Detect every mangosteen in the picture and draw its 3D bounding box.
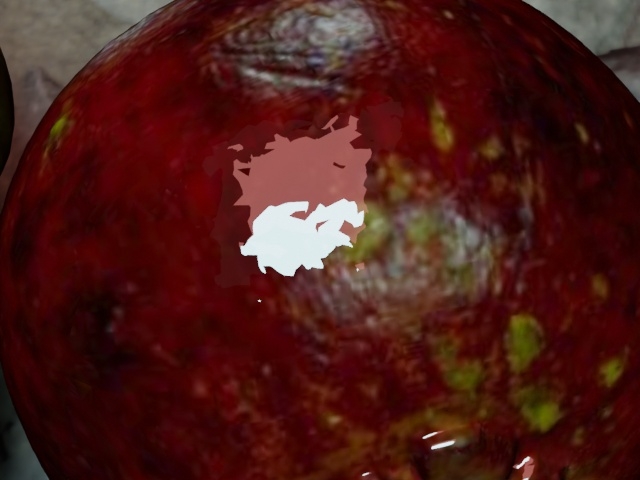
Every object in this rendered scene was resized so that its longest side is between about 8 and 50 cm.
[{"bbox_3d":[0.000,0.000,0.464,0.215,0.215,0.257,-23,39,-1],"label":"mangosteen"}]

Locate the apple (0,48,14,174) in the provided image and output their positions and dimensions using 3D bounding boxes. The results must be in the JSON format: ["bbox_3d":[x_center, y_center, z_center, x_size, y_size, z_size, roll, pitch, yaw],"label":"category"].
[{"bbox_3d":[-0.258,-0.002,0.419,0.374,0.384,0.374,5,104,20],"label":"apple"}]
